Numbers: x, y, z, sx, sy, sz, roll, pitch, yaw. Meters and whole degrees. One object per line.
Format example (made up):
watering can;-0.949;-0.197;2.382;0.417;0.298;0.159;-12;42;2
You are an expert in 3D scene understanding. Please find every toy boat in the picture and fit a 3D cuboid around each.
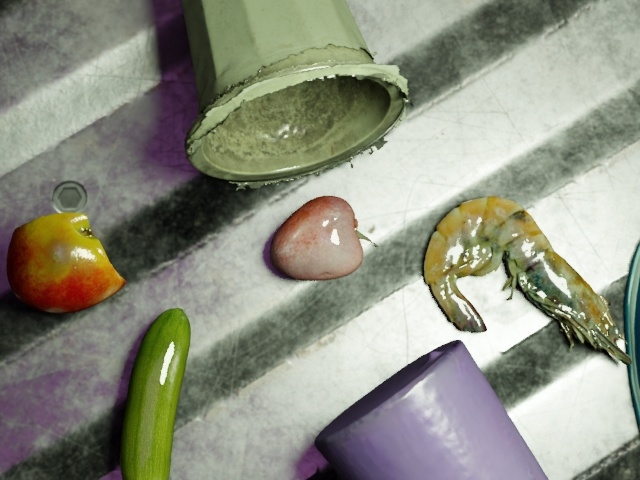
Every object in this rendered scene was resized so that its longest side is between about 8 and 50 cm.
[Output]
toy boat;0.441;0.129;1.467;0.096;0.062;0.299;-4;82;-2

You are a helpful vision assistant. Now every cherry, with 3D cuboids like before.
cherry;0.002;0.004;1.457;0.126;0.087;0.106;-37;81;-9

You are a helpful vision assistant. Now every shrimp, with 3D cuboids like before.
shrimp;0.258;0.079;1.476;0.169;0.058;0.296;-42;82;0

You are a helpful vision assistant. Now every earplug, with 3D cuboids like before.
earplug;0.203;0.356;1.364;0.215;0.215;0.456;-35;88;-6

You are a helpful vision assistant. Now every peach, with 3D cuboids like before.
peach;-0.322;0.031;1.424;0.151;0.151;0.118;40;70;4

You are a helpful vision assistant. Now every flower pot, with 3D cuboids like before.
flower pot;-0.051;-0.234;1.418;0.290;0.290;0.259;-14;69;-4

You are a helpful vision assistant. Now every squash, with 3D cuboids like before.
squash;-0.207;0.208;1.430;0.069;0.069;0.258;8;81;-1
